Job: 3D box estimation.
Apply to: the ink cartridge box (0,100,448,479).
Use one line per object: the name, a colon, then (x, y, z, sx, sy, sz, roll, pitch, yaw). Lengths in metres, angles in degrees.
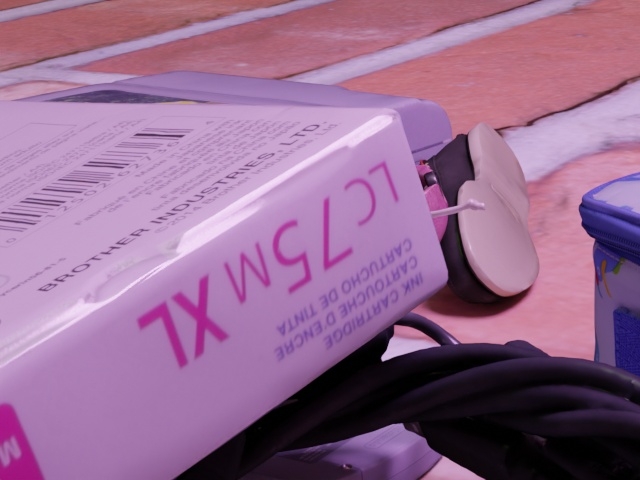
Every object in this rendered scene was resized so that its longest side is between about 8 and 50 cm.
ink cartridge box: (-0.134, 0.018, 0.519, 0.186, 0.065, 0.311, -33, 27, -34)

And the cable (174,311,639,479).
cable: (0.015, 0.069, 0.414, 0.150, 0.047, 0.184, -16, 26, -20)

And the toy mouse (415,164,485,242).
toy mouse: (0.000, 0.000, 0.678, 0.161, 0.031, 0.143, -15, 15, 24)

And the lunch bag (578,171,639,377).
lunch bag: (0.188, 0.024, 0.504, 0.176, 0.090, 0.219, -11, 17, -19)

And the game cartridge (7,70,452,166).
game cartridge: (-0.100, -0.030, 0.808, 0.196, 0.060, 0.294, 5, 17, 39)

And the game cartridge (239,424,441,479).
game cartridge: (0.005, 0.063, 0.525, 0.056, 0.017, 0.083, 4, 17, 34)

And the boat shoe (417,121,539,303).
boat shoe: (0.062, -0.006, 0.717, 0.042, 0.049, 0.133, -35, 18, 18)
